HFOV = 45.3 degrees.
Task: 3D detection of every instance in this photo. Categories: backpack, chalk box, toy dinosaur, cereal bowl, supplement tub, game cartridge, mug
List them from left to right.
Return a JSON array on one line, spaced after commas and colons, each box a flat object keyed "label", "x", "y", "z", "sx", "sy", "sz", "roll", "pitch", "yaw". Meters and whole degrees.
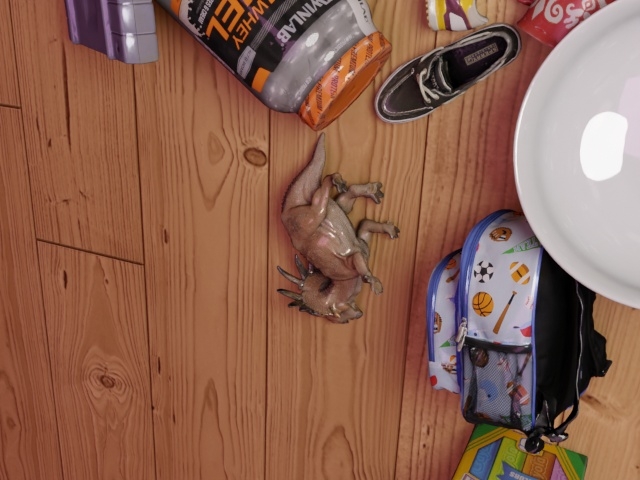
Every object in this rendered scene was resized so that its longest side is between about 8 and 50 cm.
[{"label": "game cartridge", "x": -0.311, "y": -0.379, "z": 1.063, "sx": 0.355, "sy": 0.068, "sz": 0.230, "roll": 32, "pitch": 133, "yaw": 56}, {"label": "supplement tub", "x": -0.069, "y": -0.306, "z": 1.015, "sx": 0.316, "sy": 0.193, "sz": 0.193, "roll": 43, "pitch": 121, "yaw": 4}, {"label": "toy dinosaur", "x": 0.000, "y": 0.000, "z": 1.151, "sx": 0.200, "sy": 0.127, "sz": 0.296, "roll": -19, "pitch": 95, "yaw": 37}, {"label": "chalk box", "x": 0.259, "y": 0.426, "z": 1.093, "sx": 0.179, "sy": 0.289, "sz": 0.180, "roll": 16, "pitch": 116, "yaw": 19}, {"label": "backpack", "x": 0.261, "y": 0.090, "z": 0.994, "sx": 0.213, "sy": 0.276, "sz": 0.264, "roll": 11, "pitch": 107, "yaw": 29}, {"label": "mug", "x": 0.305, "y": -0.310, "z": 0.887, "sx": 0.150, "sy": 0.113, "sz": 0.169, "roll": 32, "pitch": 117, "yaw": 9}, {"label": "cereal bowl", "x": 0.389, "y": -0.093, "z": 0.812, "sx": 0.338, "sy": 0.141, "sz": 0.339, "roll": 2, "pitch": 94, "yaw": 33}]

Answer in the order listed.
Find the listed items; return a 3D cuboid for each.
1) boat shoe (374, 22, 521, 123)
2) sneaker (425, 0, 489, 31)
[{"label": "boat shoe", "x": 0.157, "y": -0.219, "z": 1.014, "sx": 0.219, "sy": 0.070, "sz": 0.078, "roll": -28, "pitch": 96, "yaw": 31}, {"label": "sneaker", "x": 0.173, "y": -0.358, "z": 0.959, "sx": 0.083, "sy": 0.069, "sz": 0.186, "roll": 1, "pitch": 116, "yaw": 16}]
